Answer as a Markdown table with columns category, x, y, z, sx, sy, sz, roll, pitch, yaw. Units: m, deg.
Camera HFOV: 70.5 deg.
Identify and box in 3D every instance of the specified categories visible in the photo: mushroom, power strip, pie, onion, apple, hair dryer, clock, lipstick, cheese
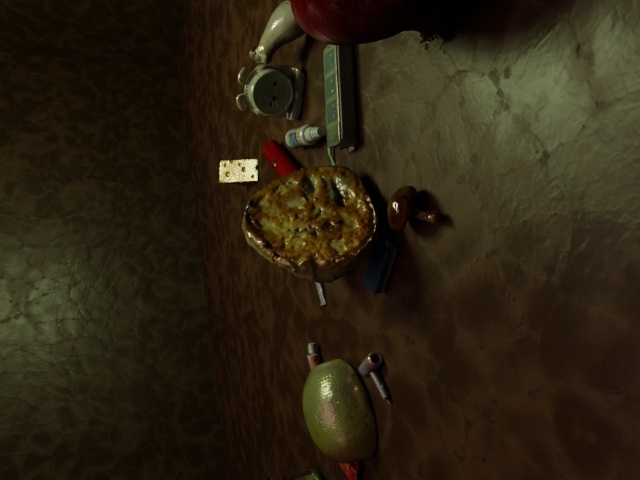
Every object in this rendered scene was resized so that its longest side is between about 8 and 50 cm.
| category | x | y | z | sx | sy | sz | roll | pitch | yaw |
| --- | --- | --- | --- | --- | --- | --- | --- | --- | --- |
| mushroom | -0.104 | -0.564 | 1.234 | 0.225 | 0.116 | 0.093 | -39 | 92 | 29 |
| power strip | 0.046 | -0.347 | 1.077 | 0.078 | 0.052 | 0.271 | 180 | 86 | -66 |
| pie | -0.012 | -0.048 | 0.993 | 0.092 | 0.316 | 0.315 | 74 | 173 | -51 |
| onion | 0.121 | -0.436 | 0.712 | 0.348 | 0.285 | 0.347 | -34 | 33 | 26 |
| apple | 0.041 | 0.421 | 1.137 | 0.193 | 0.120 | 0.264 | -49 | 52 | 42 |
| hair dryer | 0.132 | 0.315 | 1.022 | 0.114 | 0.037 | 0.063 | 61 | 145 | 29 |
| power strip | 0.130 | 0.052 | 0.980 | 0.056 | 0.032 | 0.123 | 53 | 139 | 48 |
| mushroom | 0.167 | -0.058 | 0.844 | 0.130 | 0.073 | 0.088 | 17 | 78 | 61 |
| clock | -0.146 | -0.429 | 1.311 | 0.062 | 0.191 | 0.151 | -129 | 42 | -52 |
| lipstick | -0.116 | -0.237 | 1.422 | 0.279 | 0.073 | 0.073 | -127 | 40 | -51 |
| cheese | -0.305 | -0.276 | 1.818 | 0.171 | 0.126 | 0.093 | 3 | 90 | 46 |

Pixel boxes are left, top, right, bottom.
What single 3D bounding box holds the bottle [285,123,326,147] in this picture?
| category | x | y | z | sx | sy | sz | roll | pitch | yaw |
| --- | --- | --- | --- | --- | --- | --- | --- | --- | --- |
| bottle | -0.038 | -0.291 | 1.248 | 0.217 | 0.060 | 0.060 | -166 | 74 | -67 |

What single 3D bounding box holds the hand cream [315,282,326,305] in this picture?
| category | x | y | z | sx | sy | sz | roll | pitch | yaw |
| --- | --- | --- | --- | --- | --- | --- | --- | --- | --- |
| hand cream | 0.001 | 0.140 | 1.296 | 0.030 | 0.019 | 0.093 | -26 | 77 | 61 |

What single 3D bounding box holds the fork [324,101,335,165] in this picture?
| category | x | y | z | sx | sy | sz | roll | pitch | yaw |
| --- | --- | --- | --- | --- | --- | --- | --- | --- | --- |
| fork | 0.026 | -0.243 | 1.177 | 0.039 | 0.021 | 0.234 | 3 | 95 | 61 |

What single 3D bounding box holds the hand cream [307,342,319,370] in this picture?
| category | x | y | z | sx | sy | sz | roll | pitch | yaw |
| --- | --- | --- | --- | --- | --- | --- | --- | --- | --- |
| hand cream | -0.009 | 0.409 | 1.336 | 0.052 | 0.038 | 0.215 | -152 | 52 | -89 |

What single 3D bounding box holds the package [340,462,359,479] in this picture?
| category | x | y | z | sx | sy | sz | roll | pitch | yaw |
| --- | --- | --- | --- | --- | --- | --- | --- | --- | --- |
| package | 0.055 | 0.568 | 1.228 | 0.200 | 0.022 | 0.083 | -137 | 49 | -57 |

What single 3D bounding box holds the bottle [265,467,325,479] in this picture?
| category | x | y | z | sx | sy | sz | roll | pitch | yaw |
| --- | --- | --- | --- | --- | --- | --- | --- | --- | --- |
| bottle | -0.117 | 0.780 | 1.333 | 0.143 | 0.272 | 0.156 | 109 | 147 | -40 |
